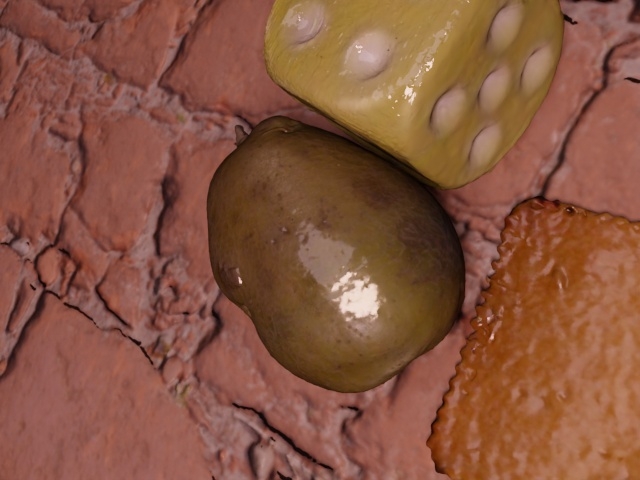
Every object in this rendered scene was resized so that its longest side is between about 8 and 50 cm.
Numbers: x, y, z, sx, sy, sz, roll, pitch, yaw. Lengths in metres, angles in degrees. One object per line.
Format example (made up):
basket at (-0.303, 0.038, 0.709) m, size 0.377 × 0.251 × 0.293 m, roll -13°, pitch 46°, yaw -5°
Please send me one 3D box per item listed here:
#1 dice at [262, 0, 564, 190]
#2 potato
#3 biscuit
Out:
dice at (0.075, -0.152, 0.729) m, size 0.166 × 0.169 × 0.169 m, roll 36°, pitch 95°, yaw 34°
potato at (0.000, 0.000, 0.736) m, size 0.174 × 0.159 × 0.251 m, roll -36°, pitch 70°, yaw -12°
biscuit at (0.208, 0.096, 0.658) m, size 0.237 × 0.013 × 0.232 m, roll 17°, pitch 83°, yaw 34°
